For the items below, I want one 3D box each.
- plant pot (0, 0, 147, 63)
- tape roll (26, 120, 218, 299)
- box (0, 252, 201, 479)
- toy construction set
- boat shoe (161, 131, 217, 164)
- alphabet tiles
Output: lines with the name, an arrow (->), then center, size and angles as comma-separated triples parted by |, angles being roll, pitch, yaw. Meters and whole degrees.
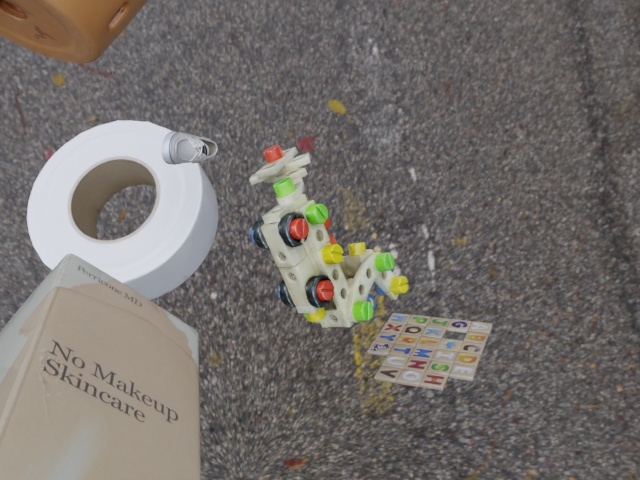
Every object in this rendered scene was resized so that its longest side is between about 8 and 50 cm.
plant pot -> -0.299, -0.337, 0.737 | 0.290, 0.291, 0.204 | 21, 77, 1
tape roll -> -0.311, -0.048, 1.070 | 0.286, 0.100, 0.286 | -3, 68, 7
box -> -0.172, 0.152, 0.457 | 0.148, 0.311, 0.121 | 37, 104, -25
toy construction set -> 0.000, 0.000, 1.040 | 0.328, 0.151, 0.215 | 57, 46, -8
boat shoe -> -0.141, -0.101, 0.736 | 0.035, 0.100, 0.035 | 4, 97, 12
alphabet tiles -> 0.189, 0.194, 1.201 | 0.198, 0.237, 0.009 | 4, 112, 23
